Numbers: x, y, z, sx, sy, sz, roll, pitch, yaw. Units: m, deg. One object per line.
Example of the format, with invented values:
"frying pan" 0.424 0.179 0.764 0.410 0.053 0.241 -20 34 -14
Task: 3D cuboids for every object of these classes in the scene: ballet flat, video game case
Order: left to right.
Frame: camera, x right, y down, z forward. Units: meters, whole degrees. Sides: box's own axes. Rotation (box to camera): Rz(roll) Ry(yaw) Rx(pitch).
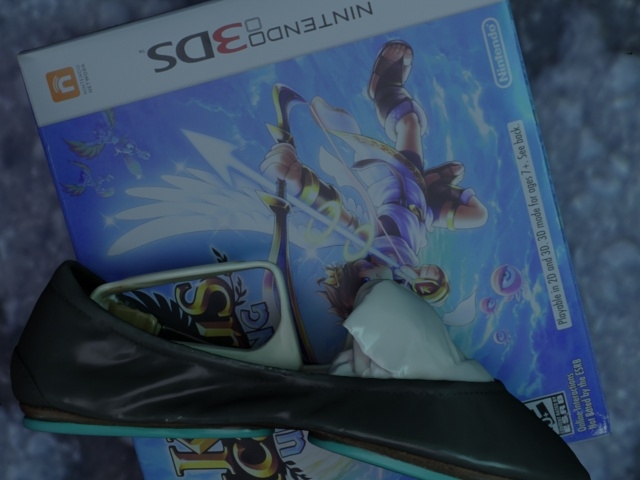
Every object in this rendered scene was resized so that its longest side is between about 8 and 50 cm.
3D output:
"ballet flat" -0.007 0.061 0.601 0.280 0.095 0.096 9 89 1
"video game case" 0.000 0.000 0.666 0.244 0.061 0.269 -15 99 6
